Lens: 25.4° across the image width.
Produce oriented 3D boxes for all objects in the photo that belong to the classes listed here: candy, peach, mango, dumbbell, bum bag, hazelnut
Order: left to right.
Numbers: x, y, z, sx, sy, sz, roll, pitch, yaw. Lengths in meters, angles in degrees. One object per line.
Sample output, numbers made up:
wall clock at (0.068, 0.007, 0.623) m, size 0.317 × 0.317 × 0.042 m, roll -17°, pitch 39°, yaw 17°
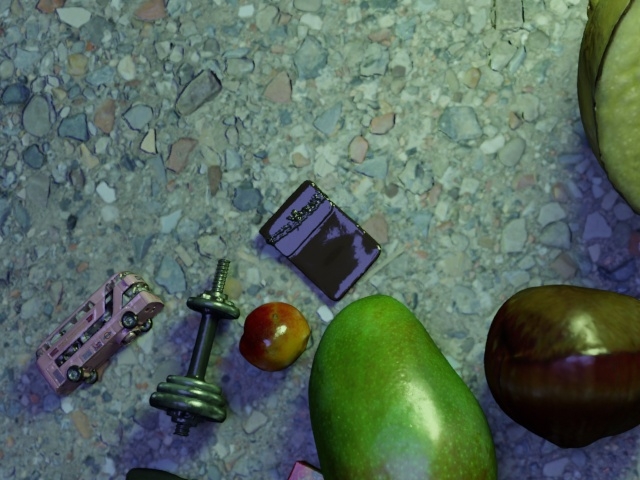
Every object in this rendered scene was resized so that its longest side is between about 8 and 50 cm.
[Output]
dumbbell at (-0.164, 0.149, 1.992) m, size 0.110 × 0.110 × 0.255 m, roll 9°, pitch 77°, yaw 18°
peach at (-0.063, 0.132, 1.960) m, size 0.100 × 0.100 × 0.101 m, roll -3°, pitch 80°, yaw 17°
bum bag at (0.000, 0.000, 2.002) m, size 0.159 × 0.026 × 0.109 m, roll 42°, pitch 93°, yaw 19°
candy at (0.008, 0.352, 1.932) m, size 0.122 × 0.038 × 0.062 m, roll 26°, pitch 89°, yaw 19°
mango at (0.103, 0.243, 1.842) m, size 0.225 × 0.201 × 0.382 m, roll -27°, pitch 62°, yaw 25°
hazelnut at (0.314, 0.160, 1.797) m, size 0.229 × 0.229 × 0.230 m, roll -3°, pitch 80°, yaw 17°

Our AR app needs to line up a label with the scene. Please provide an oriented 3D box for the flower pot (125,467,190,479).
flower pot at (-0.288, 0.499, 1.890) m, size 0.379 × 0.251 × 0.379 m, roll -3°, pitch 80°, yaw 15°

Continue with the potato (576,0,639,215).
potato at (0.535, -0.232, 1.754) m, size 0.442 × 0.319 × 0.385 m, roll -6°, pitch 119°, yaw 7°

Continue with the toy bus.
toy bus at (-0.323, 0.133, 2.059) m, size 0.203 × 0.063 × 0.090 m, roll -42°, pitch 71°, yaw 7°
